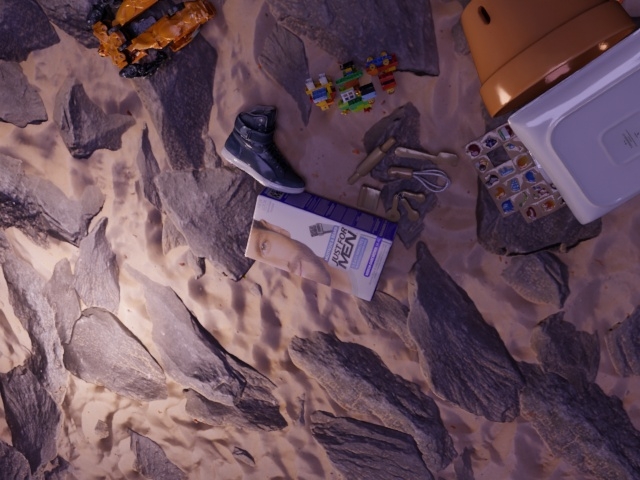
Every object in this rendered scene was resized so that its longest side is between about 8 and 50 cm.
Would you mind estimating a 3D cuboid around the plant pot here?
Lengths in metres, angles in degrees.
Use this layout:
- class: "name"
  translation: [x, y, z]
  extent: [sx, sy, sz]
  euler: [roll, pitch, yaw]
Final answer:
- class: "plant pot"
  translation: [0.401, -0.395, 1.178]
  extent: [0.291, 0.291, 0.203]
  euler: [-33, 86, 25]

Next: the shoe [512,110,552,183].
- class: "shoe"
  translation: [0.486, -0.211, 1.332]
  extent: [0.081, 0.063, 0.177]
  euler: [-26, 102, 26]

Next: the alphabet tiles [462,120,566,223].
- class: "alphabet tiles"
  translation: [0.465, -0.160, 1.402]
  extent: [0.198, 0.009, 0.237]
  euler: [-29, 104, 24]

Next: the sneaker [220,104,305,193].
- class: "sneaker"
  translation: [-0.113, -0.221, 1.481]
  extent: [0.226, 0.086, 0.163]
  euler: [31, 120, 1]

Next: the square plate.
- class: "square plate"
  translation: [0.611, -0.217, 1.247]
  extent: [0.344, 0.049, 0.347]
  euler: [-34, 121, 22]

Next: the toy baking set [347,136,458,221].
- class: "toy baking set"
  translation: [0.192, -0.149, 1.468]
  extent: [0.197, 0.030, 0.256]
  euler: [35, 124, -9]

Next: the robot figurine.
- class: "robot figurine"
  translation: [-0.394, -0.502, 1.428]
  extent: [0.291, 0.085, 0.211]
  euler: [-25, 105, 22]

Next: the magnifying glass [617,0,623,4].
- class: "magnifying glass"
  translation: [0.598, -0.500, 1.207]
  extent: [0.092, 0.026, 0.231]
  euler: [35, 116, -3]

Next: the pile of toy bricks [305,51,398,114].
- class: "pile of toy bricks"
  translation: [0.081, -0.325, 1.386]
  extent: [0.213, 0.118, 0.105]
  euler: [-18, 141, 12]

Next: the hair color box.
- class: "hair color box"
  translation: [0.000, 0.000, 1.537]
  extent: [0.339, 0.110, 0.185]
  euler: [20, 121, 7]
